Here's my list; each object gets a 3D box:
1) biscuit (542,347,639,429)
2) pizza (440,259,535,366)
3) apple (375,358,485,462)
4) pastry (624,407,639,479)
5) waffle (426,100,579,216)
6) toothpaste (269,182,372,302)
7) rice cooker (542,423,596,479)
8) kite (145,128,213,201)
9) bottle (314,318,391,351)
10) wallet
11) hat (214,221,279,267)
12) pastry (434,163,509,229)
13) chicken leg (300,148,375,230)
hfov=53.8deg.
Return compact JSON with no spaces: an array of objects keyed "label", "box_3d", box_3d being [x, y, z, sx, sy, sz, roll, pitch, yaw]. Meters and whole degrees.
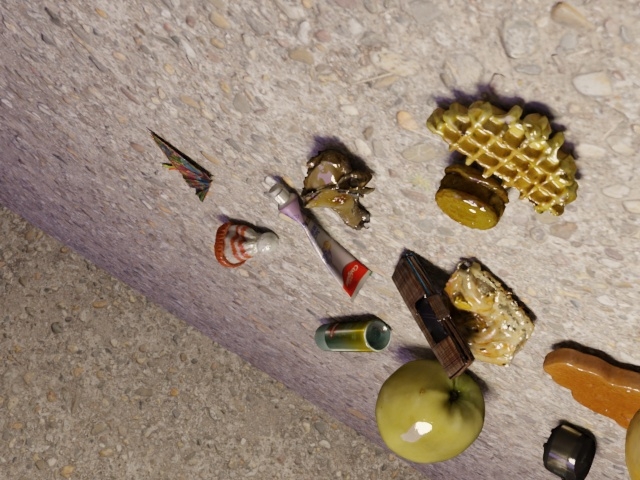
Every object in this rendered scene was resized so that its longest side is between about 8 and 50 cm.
[{"label":"biscuit","box_3d":[0.565,0.291,1.146,0.333,0.047,0.202,30,157,1]},{"label":"pizza","box_3d":[0.295,0.142,1.164,0.189,0.071,0.297,27,151,22]},{"label":"apple","box_3d":[0.267,0.409,1.534,0.262,0.262,0.262,27,157,13]},{"label":"pastry","box_3d":[0.630,0.313,0.845,0.409,0.245,0.410,25,157,11]},{"label":"waffle","box_3d":[0.232,-0.099,0.786,0.160,0.046,0.192,5,145,44]},{"label":"toothpaste","box_3d":[0.000,0.000,1.267,0.048,0.075,0.301,-21,124,35]},{"label":"rice cooker","box_3d":[0.577,0.498,1.468,0.106,0.112,0.165,26,155,30]},{"label":"kite","box_3d":[-0.304,-0.161,1.405,0.183,0.014,0.241,16,152,41]},{"label":"bottle","box_3d":[0.077,0.253,1.660,0.082,0.082,0.286,39,156,-15]},{"label":"wallet","box_3d":[0.206,0.141,1.177,0.124,0.042,0.230,95,151,-65]},{"label":"hat","box_3d":[-0.170,0.006,1.486,0.162,0.112,0.093,-9,163,44]},{"label":"pastry","box_3d":[0.207,-0.058,0.868,0.097,0.057,0.109,22,168,48]},{"label":"chicken leg","box_3d":[0.028,-0.076,1.065,0.125,0.081,0.196,16,156,8]}]
